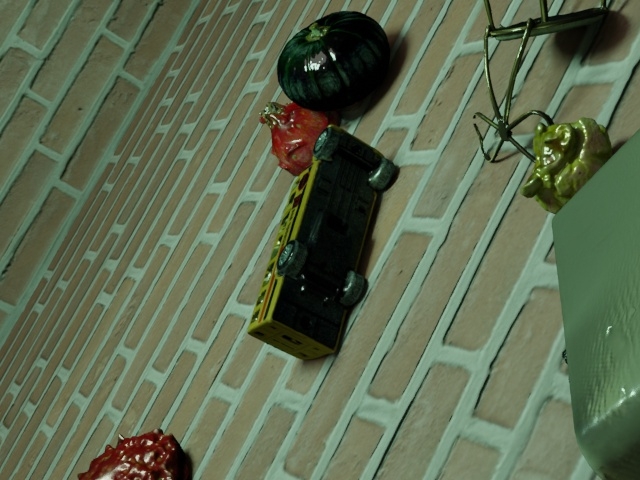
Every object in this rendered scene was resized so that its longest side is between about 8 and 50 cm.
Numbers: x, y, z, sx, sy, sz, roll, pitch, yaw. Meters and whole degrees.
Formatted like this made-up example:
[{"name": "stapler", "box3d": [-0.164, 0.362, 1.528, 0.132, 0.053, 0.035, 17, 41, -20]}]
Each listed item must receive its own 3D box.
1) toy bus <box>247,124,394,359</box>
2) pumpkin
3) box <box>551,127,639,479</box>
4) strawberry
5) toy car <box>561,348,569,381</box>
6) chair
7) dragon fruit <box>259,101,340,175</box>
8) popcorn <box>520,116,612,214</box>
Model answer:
[{"name": "toy bus", "box3d": [0.000, 0.000, 1.471, 0.123, 0.121, 0.336, -34, 34, 54]}, {"name": "pumpkin", "box3d": [0.021, -0.306, 1.728, 0.202, 0.140, 0.202, -20, 36, 16]}, {"name": "box", "box3d": [0.342, -0.011, 0.722, 0.344, 0.177, 0.352, -50, 14, 31]}, {"name": "strawberry", "box3d": [-0.293, 0.414, 1.508, 0.233, 0.137, 0.306, -51, 24, 11]}, {"name": "toy car", "box3d": [0.268, 0.136, 0.889, 0.071, 0.062, 0.165, -44, 28, 28]}, {"name": "chair", "box3d": [0.274, -0.270, 1.272, 0.159, 0.170, 0.326, 10, 113, 59]}, {"name": "dragon fruit", "box3d": [-0.049, -0.198, 1.798, 0.153, 0.110, 0.153, -43, 31, 34]}, {"name": "popcorn", "box3d": [0.270, -0.080, 1.115, 0.109, 0.089, 0.097, -41, 41, 26]}]
